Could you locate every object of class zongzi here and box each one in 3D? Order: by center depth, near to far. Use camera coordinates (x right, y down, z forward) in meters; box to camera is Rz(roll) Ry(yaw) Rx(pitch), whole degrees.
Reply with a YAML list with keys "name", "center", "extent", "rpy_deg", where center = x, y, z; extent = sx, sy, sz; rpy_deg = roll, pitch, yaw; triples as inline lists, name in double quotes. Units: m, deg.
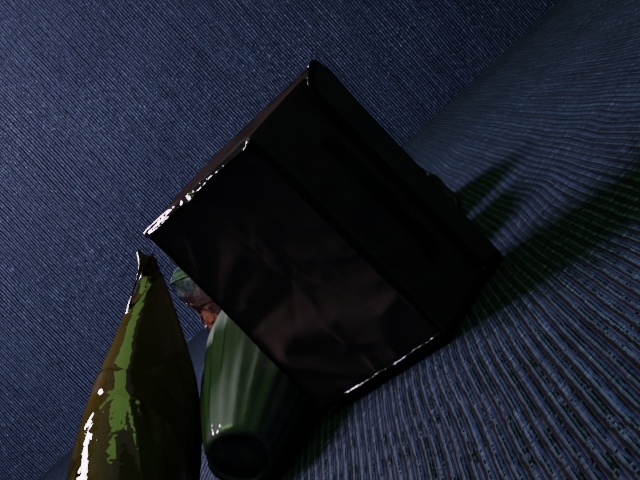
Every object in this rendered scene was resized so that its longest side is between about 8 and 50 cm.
- name: "zongzi"
  center: [-0.168, 0.161, 0.932]
  extent: [0.260, 0.122, 0.289]
  rpy_deg: [-153, 67, -83]

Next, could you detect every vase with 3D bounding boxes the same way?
- name: "vase"
  center: [-0.062, 0.144, 1.002]
  extent: [0.128, 0.128, 0.248]
  rpy_deg: [-41, 14, 20]

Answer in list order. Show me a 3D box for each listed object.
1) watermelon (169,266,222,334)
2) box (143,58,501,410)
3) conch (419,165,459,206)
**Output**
- name: "watermelon"
  center: [-0.077, 0.097, 1.589]
  extent: [0.261, 0.201, 0.213]
  rpy_deg: [3, 17, 13]
- name: "box"
  center: [0.000, 0.000, 0.929]
  extent: [0.188, 0.252, 0.153]
  rpy_deg: [-38, 8, 40]
- name: "conch"
  center: [0.033, -0.035, 1.370]
  extent: [0.297, 0.210, 0.352]
  rpy_deg: [-26, 12, 12]
